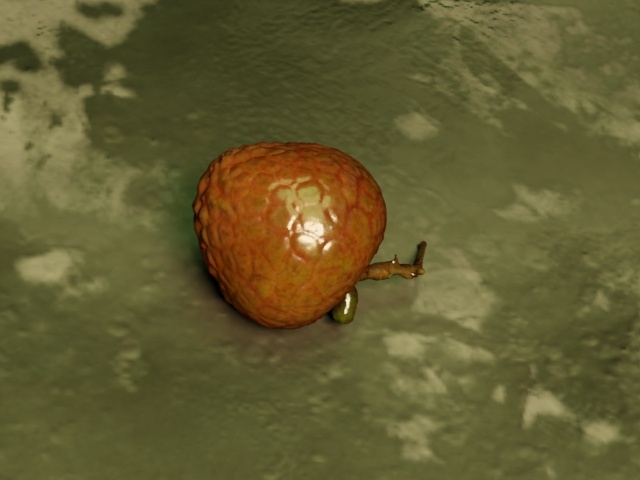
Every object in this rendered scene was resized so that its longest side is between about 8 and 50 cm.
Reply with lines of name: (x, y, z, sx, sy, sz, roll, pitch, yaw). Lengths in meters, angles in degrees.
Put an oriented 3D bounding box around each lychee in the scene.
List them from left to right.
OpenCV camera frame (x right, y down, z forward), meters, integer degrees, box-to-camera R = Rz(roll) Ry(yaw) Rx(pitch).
lychee: (-0.003, -0.004, 0.895, 0.140, 0.101, 0.114, 19, 53, -4)
